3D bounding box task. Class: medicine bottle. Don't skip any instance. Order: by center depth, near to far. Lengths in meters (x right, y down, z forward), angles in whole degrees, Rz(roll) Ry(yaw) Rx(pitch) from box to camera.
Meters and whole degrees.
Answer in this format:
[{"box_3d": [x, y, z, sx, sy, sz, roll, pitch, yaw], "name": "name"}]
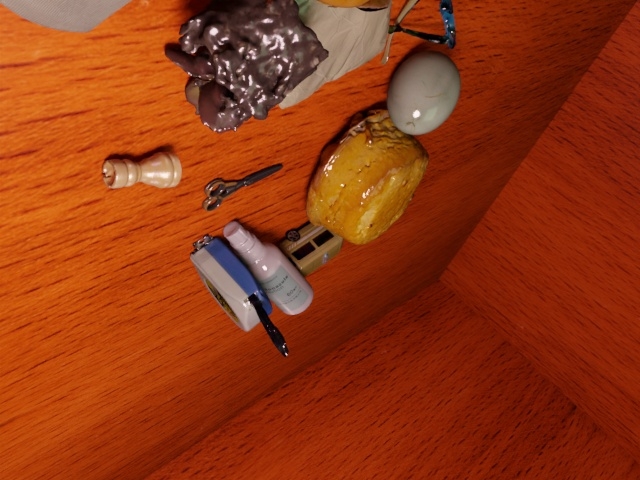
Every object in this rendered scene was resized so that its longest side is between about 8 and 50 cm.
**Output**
[{"box_3d": [-0.138, 0.068, 1.471, 0.110, 0.110, 0.351, -43, 137, -5], "name": "medicine bottle"}]

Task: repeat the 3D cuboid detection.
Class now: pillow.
[{"box_3d": [0.035, -0.396, 1.067, 0.281, 0.076, 0.274, -36, 157, -21], "name": "pillow"}]

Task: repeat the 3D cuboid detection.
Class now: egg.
[{"box_3d": [0.247, -0.355, 1.382, 0.168, 0.168, 0.230, 91, 24, -61], "name": "egg"}]

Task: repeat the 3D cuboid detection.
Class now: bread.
[{"box_3d": [0.131, -0.159, 1.507, 0.337, 0.204, 0.358, -36, 156, -38], "name": "bread"}]

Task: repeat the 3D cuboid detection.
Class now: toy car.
[{"box_3d": [0.000, 0.000, 1.664, 0.257, 0.124, 0.101, -34, 158, -24], "name": "toy car"}]

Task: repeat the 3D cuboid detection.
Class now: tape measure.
[{"box_3d": [-0.161, 0.155, 1.343, 0.098, 0.351, 0.215, -36, 155, -17], "name": "tape measure"}]

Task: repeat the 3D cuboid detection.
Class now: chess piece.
[{"box_3d": [-0.306, -0.116, 0.981, 0.122, 0.066, 0.066, -15, 144, -45], "name": "chess piece"}]

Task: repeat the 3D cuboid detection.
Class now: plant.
[{"box_3d": [-0.120, -0.277, 0.867, 0.234, 0.204, 0.178, -33, 120, 2], "name": "plant"}]

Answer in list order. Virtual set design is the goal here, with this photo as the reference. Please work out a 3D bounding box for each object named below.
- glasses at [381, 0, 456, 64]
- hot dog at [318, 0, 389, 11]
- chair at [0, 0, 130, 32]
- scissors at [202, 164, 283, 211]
[{"box_3d": [0.225, -0.463, 1.256, 0.207, 0.102, 0.239, -47, 159, 4], "name": "glasses"}, {"box_3d": [0.045, -0.442, 0.853, 0.326, 0.107, 0.193, -12, 128, -41], "name": "hot dog"}, {"box_3d": [-0.207, -0.362, 0.623, 0.160, 0.319, 0.186, -3, 90, -62], "name": "chair"}, {"box_3d": [-0.167, -0.129, 1.272, 0.220, 0.017, 0.088, -29, 153, -36], "name": "scissors"}]
